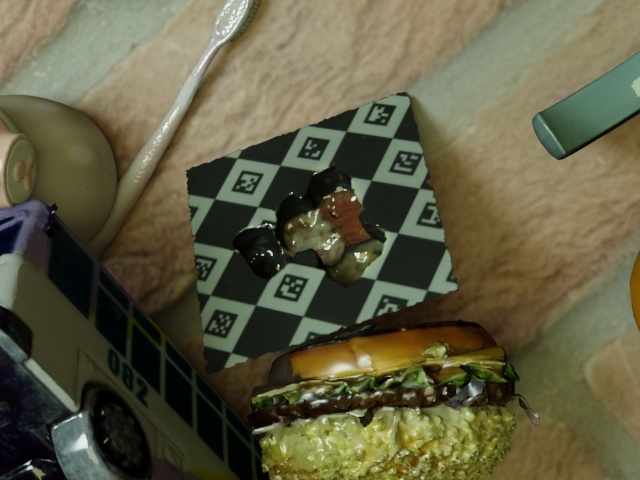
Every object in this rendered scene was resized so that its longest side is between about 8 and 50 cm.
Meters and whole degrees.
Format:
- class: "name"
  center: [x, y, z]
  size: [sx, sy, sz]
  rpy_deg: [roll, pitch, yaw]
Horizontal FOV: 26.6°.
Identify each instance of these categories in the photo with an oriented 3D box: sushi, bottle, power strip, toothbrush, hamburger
- class: "sushi"
  center: [0.000, 0.000, 1.172]
  size: [0.220, 0.047, 0.231]
  rpy_deg: [-19, 50, 11]
- class: "bottle"
  center: [-0.279, -0.058, 1.146]
  size: [0.147, 0.236, 0.147]
  rpy_deg: [-1, 88, 13]
- class: "power strip"
  center: [0.271, -0.138, 1.108]
  size: [0.216, 0.137, 0.044]
  rpy_deg: [-34, 85, 7]
- class: "toothbrush"
  center: [-0.141, -0.098, 1.237]
  size: [0.025, 0.029, 0.307]
  rpy_deg: [37, 104, 14]
- class: "hamburger"
  center: [0.058, 0.149, 1.125]
  size: [0.243, 0.261, 0.138]
  rpy_deg: [-10, 76, 7]

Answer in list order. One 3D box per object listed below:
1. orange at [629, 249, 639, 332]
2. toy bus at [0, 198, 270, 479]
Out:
- class: "orange"
  center: [0.343, 0.040, 1.105]
  size: [0.177, 0.155, 0.177]
  rpy_deg: [-15, 63, 31]
- class: "toy bus"
  center: [-0.191, 0.183, 1.091]
  size: [0.209, 0.249, 0.440]
  rpy_deg: [-28, 124, 15]
